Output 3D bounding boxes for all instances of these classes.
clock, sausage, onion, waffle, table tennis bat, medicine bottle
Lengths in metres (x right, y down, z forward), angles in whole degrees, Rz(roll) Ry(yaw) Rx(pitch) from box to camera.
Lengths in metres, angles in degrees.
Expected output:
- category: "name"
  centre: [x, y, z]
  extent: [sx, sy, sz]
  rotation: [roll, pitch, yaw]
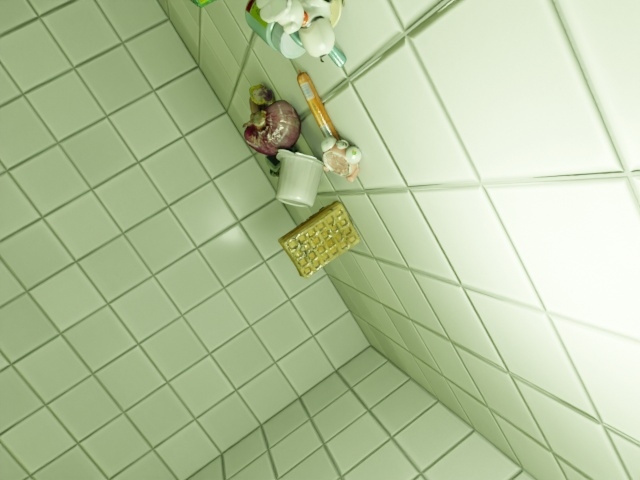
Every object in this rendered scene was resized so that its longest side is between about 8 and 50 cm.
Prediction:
- category: "clock"
  centre: [0.083, -0.322, 1.727]
  extent: [0.166, 0.092, 0.162]
  rotation: [27, 157, 17]
- category: "sausage"
  centre: [-0.002, -0.490, 1.737]
  extent: [0.347, 0.053, 0.053]
  rotation: [61, 169, -22]
- category: "onion"
  centre: [-0.180, -0.481, 2.103]
  extent: [0.159, 0.267, 0.349]
  rotation: [55, -166, 19]
- category: "clock"
  centre: [-0.204, -0.435, 2.466]
  extent: [0.146, 0.199, 0.243]
  rotation: [41, -174, 7]
- category: "waffle"
  centre: [0.000, 0.000, 2.330]
  extent: [0.260, 0.376, 0.114]
  rotation: [60, 169, -25]
- category: "table tennis bat"
  centre: [-0.010, -0.591, 1.292]
  extent: [0.237, 0.149, 0.038]
  rotation: [39, 156, -31]
- category: "medicine bottle"
  centre: [-0.137, -0.702, 1.467]
  extent: [0.225, 0.139, 0.139]
  rotation: [52, 169, 28]

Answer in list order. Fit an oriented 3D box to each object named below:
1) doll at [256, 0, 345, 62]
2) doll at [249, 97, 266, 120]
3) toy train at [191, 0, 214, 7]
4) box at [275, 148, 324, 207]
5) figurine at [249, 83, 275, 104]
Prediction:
- category: "doll"
  centre: [-0.044, -0.580, 1.112]
  extent: [0.271, 0.144, 0.207]
  rotation: [12, -113, -57]
- category: "doll"
  centre: [-0.287, -0.643, 2.440]
  extent: [0.201, 0.156, 0.303]
  rotation: [-19, -85, -60]
- category: "toy train"
  centre: [-0.463, -1.055, 1.749]
  extent: [0.159, 0.188, 0.271]
  rotation: [49, 165, 30]
- category: "box"
  centre: [-0.108, -0.274, 2.074]
  extent: [0.263, 0.206, 0.291]
  rotation: [8, 175, 29]
- category: "figurine"
  centre: [-0.293, -0.723, 2.271]
  extent: [0.156, 0.094, 0.115]
  rotation: [19, 167, 44]
